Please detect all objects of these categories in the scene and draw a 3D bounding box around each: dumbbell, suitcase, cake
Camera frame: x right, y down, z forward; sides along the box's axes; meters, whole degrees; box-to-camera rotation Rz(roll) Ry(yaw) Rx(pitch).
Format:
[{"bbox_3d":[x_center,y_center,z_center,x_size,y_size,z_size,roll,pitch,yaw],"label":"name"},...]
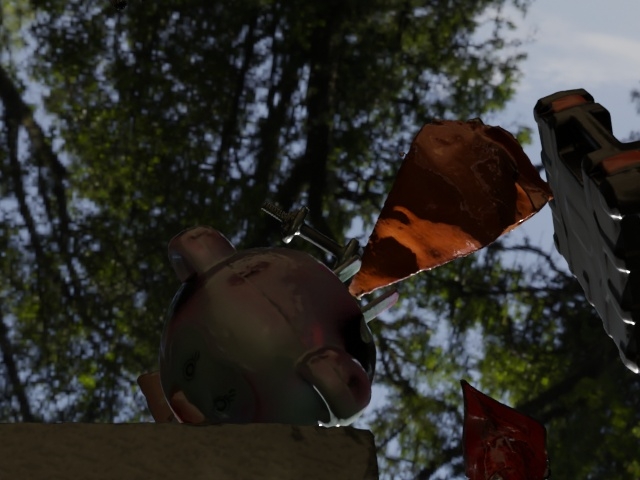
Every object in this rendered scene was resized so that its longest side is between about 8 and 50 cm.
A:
[{"bbox_3d":[0.000,0.000,1.682,0.254,0.081,0.081,32,-156,-3],"label":"dumbbell"},{"bbox_3d":[0.288,-0.022,0.899,0.066,0.206,0.285,-14,-156,5],"label":"suitcase"},{"bbox_3d":[0.104,-0.024,0.902,0.135,0.287,0.098,44,-129,-3],"label":"cake"}]

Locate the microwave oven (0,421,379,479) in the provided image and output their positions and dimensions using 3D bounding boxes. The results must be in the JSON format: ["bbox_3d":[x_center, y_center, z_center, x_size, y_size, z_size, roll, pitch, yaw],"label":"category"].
[{"bbox_3d":[-0.100,0.359,0.559,0.375,0.236,0.432,2,-136,-6],"label":"microwave oven"}]

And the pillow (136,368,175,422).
[{"bbox_3d":[-0.249,0.344,1.877,0.236,0.084,0.223,-21,-111,-3],"label":"pillow"}]

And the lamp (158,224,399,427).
[{"bbox_3d":[-0.032,0.131,0.876,0.247,0.301,0.247,-31,-124,-24],"label":"lamp"}]

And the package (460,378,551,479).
[{"bbox_3d":[0.312,0.363,1.505,0.194,0.071,0.269,39,-142,-14],"label":"package"}]

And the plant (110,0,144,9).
[{"bbox_3d":[-0.147,-0.250,0.800,0.105,0.116,0.122,-27,-114,-30],"label":"plant"}]
